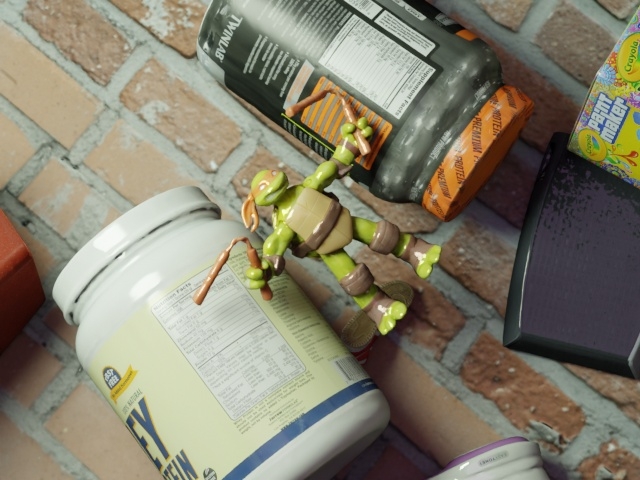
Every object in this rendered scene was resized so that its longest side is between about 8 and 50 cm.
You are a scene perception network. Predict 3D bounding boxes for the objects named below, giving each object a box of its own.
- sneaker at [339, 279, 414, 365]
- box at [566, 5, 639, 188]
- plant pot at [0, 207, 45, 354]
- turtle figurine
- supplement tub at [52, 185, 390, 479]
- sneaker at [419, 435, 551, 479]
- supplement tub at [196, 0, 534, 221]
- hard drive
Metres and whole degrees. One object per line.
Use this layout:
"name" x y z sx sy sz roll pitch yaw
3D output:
"sneaker" 0.057 0.095 1.604 0.042 0.067 0.118 40 55 14
"box" 0.462 -0.177 1.516 0.279 0.177 0.290 31 70 11
"plant pot" -0.451 0.035 1.566 0.236 0.267 0.267 -33 77 -16
"turtle figurine" 0.000 0.000 1.449 0.217 0.087 0.269 37 68 -12
"supplement tub" -0.108 0.128 1.509 0.235 0.235 0.325 -38 77 -3
"sneaker" 0.115 0.325 1.508 0.305 0.114 0.152 -25 76 0
"supplement tub" 0.051 -0.181 1.572 0.338 0.207 0.207 37 84 11
"hard drive" 0.305 0.011 1.584 0.172 0.054 0.254 14 80 8
